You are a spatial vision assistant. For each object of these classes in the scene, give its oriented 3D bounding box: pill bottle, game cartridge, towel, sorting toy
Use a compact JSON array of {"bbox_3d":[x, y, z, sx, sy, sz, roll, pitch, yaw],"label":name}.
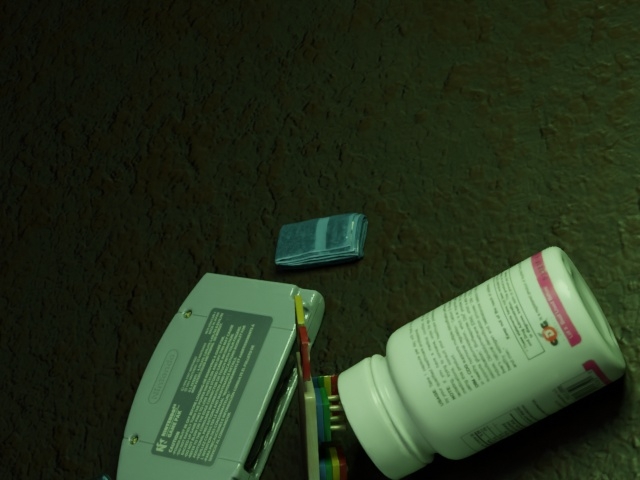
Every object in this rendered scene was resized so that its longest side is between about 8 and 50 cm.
[{"bbox_3d":[0.172,0.139,1.952,0.283,0.160,0.160,-29,50,12],"label":"pill bottle"},{"bbox_3d":[-0.129,0.184,2.183,0.198,0.062,0.297,5,64,39],"label":"game cartridge"},{"bbox_3d":[0.000,0.000,2.237,0.119,0.029,0.067,-9,55,27],"label":"towel"},{"bbox_3d":[0.002,0.200,2.016,0.046,0.274,0.132,-4,19,-4],"label":"sorting toy"}]

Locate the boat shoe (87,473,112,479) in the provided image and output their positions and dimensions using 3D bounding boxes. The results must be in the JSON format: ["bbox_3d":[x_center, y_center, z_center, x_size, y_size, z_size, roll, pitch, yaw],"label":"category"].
[{"bbox_3d":[-0.193,0.343,2.069,0.258,0.109,0.089,33,59,25],"label":"boat shoe"}]
